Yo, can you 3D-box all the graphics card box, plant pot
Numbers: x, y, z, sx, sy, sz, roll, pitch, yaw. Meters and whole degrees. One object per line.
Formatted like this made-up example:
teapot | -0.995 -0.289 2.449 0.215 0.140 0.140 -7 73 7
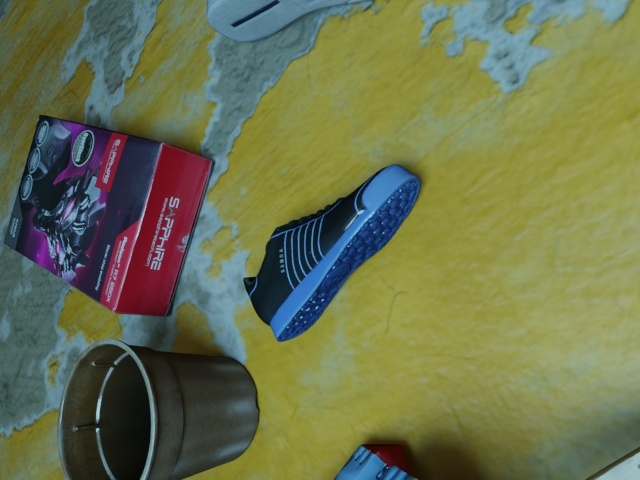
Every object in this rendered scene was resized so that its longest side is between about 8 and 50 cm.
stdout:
graphics card box | -0.338 -0.053 0.809 0.371 0.094 0.233 19 93 39
plant pot | -0.167 0.193 0.586 0.167 0.165 0.167 -8 76 36

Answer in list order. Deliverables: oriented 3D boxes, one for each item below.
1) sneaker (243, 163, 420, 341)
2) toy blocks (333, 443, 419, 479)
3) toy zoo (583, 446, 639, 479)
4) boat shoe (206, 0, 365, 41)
sneaker | 0.000 0.000 0.551 0.232 0.081 0.090 -50 64 20
toy blocks | 0.029 0.272 0.337 0.191 0.381 0.261 42 74 0
toy zoo | 0.260 0.244 0.264 0.192 0.030 0.293 -21 61 -16
boat shoe | -0.008 -0.335 0.596 0.335 0.121 0.119 -3 78 36
